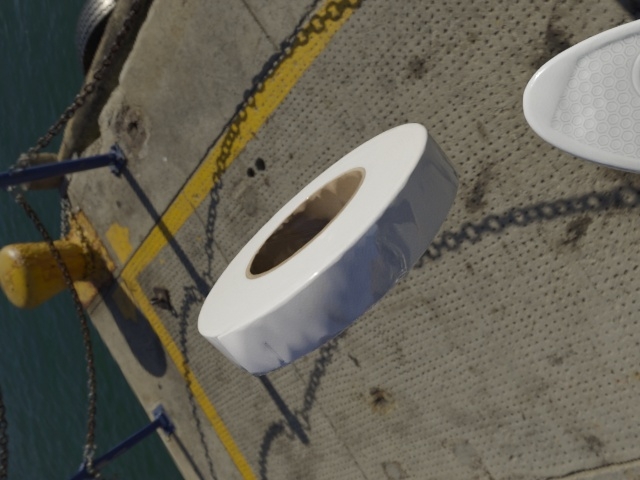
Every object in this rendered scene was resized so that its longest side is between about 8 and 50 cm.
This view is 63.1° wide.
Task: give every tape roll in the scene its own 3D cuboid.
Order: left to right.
[{"bbox_3d":[0.000,0.000,0.685,0.392,0.392,0.072,-28,111,41],"label":"tape roll"}]

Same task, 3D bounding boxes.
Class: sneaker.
[{"bbox_3d":[0.297,-0.104,0.373,0.295,0.147,0.105,-4,98,16],"label":"sneaker"}]
